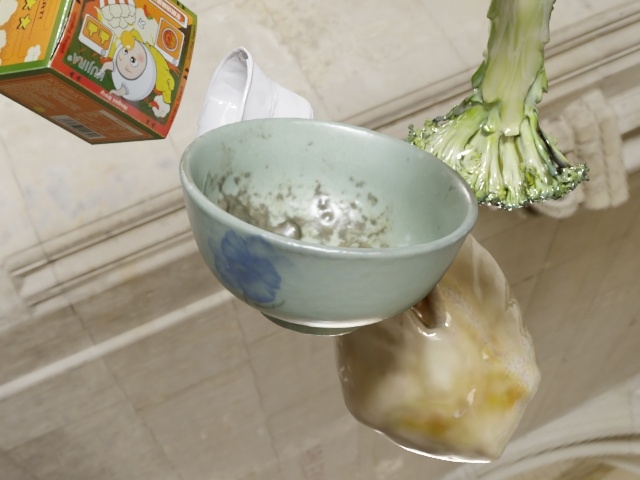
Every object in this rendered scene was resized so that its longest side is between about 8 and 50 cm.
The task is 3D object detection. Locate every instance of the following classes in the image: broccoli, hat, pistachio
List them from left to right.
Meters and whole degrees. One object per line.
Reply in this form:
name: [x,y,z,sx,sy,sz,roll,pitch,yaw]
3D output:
hat: [-0.087,-0.152,1.282,0.203,0.126,0.203,-49,-147,48]
pistachio: [0.130,0.110,1.314,0.446,0.281,0.365,59,-6,39]
broccoli: [0.248,-0.223,1.386,0.252,0.221,0.362,4,-62,36]

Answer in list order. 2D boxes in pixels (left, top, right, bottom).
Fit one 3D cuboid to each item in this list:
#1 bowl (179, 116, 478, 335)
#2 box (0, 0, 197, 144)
bowl: [0.000,0.000,0.933,0.289,0.289,0.146,-126,-140,-52]
box: [-0.272,-0.235,1.128,0.195,0.148,0.178,32,65,-51]
